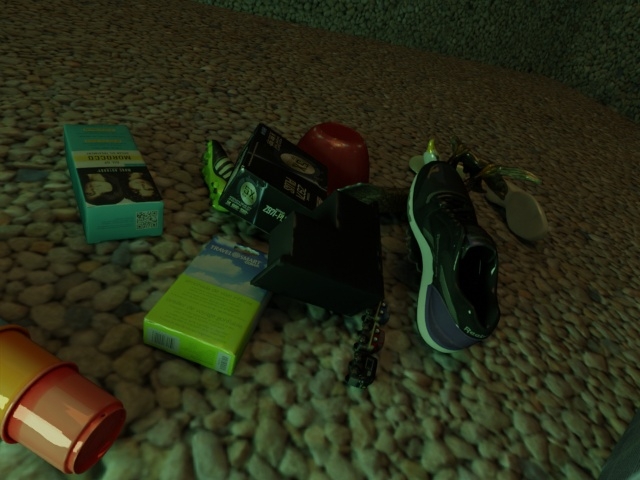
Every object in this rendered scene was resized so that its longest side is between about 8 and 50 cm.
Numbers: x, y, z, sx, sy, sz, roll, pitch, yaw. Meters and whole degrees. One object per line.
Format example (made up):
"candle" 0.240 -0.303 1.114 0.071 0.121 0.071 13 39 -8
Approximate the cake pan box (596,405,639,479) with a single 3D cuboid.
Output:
"cake pan box" 0.393 0.178 0.450 0.266 0.246 0.070 -16 50 -41

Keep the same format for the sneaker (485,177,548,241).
"sneaker" 0.444 -0.067 0.973 0.094 0.080 0.212 18 31 -19

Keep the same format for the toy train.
"toy train" 0.065 0.124 0.573 0.036 0.027 0.158 23 35 2

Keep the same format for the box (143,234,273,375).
"box" -0.122 0.069 0.554 0.108 0.043 0.178 20 34 3

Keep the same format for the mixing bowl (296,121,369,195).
"mixing bowl" 0.028 -0.176 0.917 0.181 0.098 0.182 12 35 -9

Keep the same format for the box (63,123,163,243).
"box" -0.320 -0.096 0.684 0.100 0.060 0.244 -8 42 -32

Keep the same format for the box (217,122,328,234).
"box" -0.068 -0.092 0.734 0.147 0.077 0.180 32 30 -17

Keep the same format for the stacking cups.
"stacking cups" -0.315 0.094 0.405 0.316 0.096 0.096 27 35 8

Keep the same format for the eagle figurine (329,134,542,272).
"eagle figurine" 0.190 -0.073 0.807 0.298 0.225 0.226 -39 13 -18

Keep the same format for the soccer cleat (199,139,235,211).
"soccer cleat" -0.165 -0.111 0.783 0.072 0.060 0.179 7 41 -31

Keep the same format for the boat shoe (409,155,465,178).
"boat shoe" 0.273 -0.167 1.063 0.132 0.049 0.042 13 6 6

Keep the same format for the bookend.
"bookend" 0.000 0.000 0.596 0.157 0.072 0.157 21 52 -28

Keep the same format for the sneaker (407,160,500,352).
"sneaker" 0.194 0.000 0.610 0.107 0.124 0.284 5 66 -11
